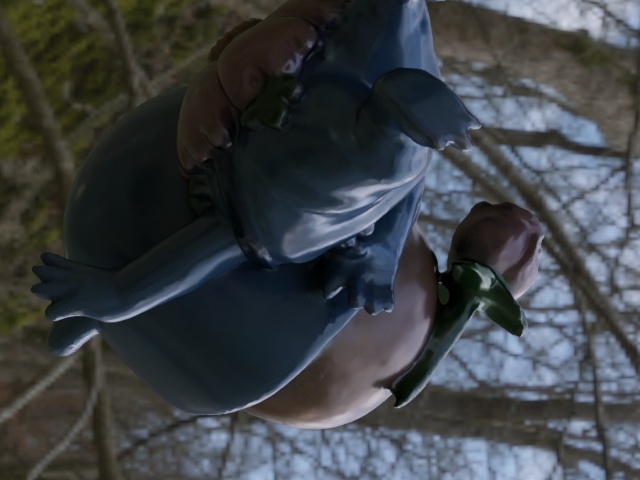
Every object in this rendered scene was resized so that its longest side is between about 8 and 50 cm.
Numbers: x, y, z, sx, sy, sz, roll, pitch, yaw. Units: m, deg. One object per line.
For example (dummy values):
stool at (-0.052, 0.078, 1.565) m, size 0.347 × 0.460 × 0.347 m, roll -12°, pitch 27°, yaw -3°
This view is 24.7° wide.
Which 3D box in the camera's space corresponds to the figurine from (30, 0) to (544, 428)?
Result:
figurine at (0.004, -0.002, 0.423) m, size 0.178 × 0.144 × 0.114 m, roll -46°, pitch -162°, yaw 53°
